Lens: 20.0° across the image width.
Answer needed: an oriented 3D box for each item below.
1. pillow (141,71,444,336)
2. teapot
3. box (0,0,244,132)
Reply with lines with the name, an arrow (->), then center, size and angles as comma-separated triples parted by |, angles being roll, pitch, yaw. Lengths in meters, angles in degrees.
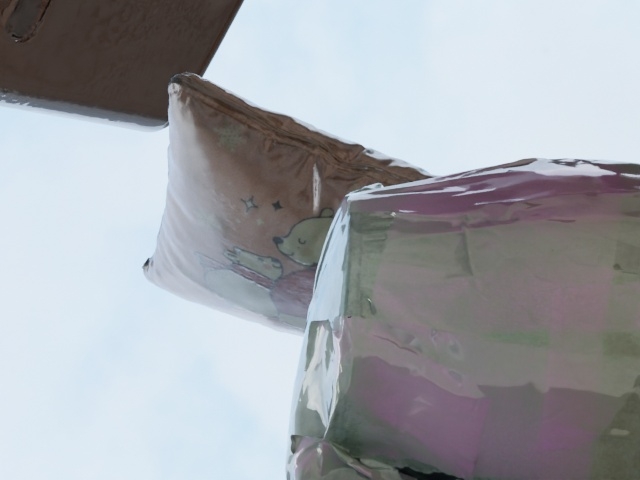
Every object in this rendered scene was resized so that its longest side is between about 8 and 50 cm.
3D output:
pillow -> 0.000, 0.000, 1.172 | 0.236, 0.223, 0.084 | 21, -122, 1
teapot -> 0.071, 0.074, 0.730 | 0.178, 0.163, 0.221 | 6, -91, -2
box -> -0.230, -0.263, 1.465 | 0.229, 0.239, 0.339 | 12, -151, -40
